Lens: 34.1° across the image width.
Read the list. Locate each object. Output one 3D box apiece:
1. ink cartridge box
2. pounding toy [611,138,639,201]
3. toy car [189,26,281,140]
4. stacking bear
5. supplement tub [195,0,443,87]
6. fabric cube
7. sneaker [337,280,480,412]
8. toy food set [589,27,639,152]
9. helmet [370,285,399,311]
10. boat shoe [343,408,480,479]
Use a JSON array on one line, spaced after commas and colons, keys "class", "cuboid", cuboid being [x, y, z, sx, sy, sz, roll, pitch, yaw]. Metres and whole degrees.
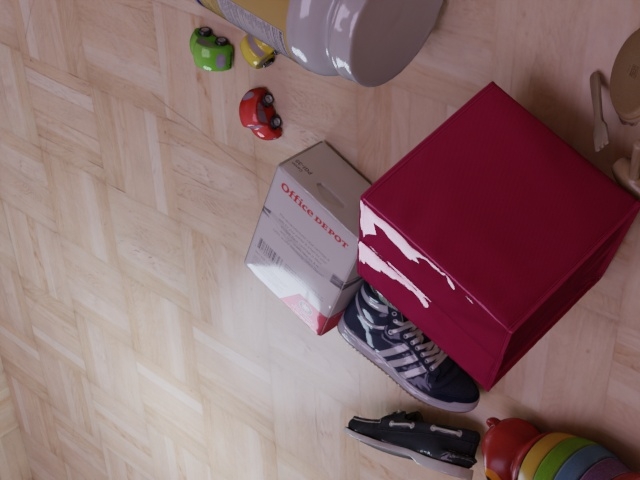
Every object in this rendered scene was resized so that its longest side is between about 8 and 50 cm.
[{"class": "ink cartridge box", "cuboid": [0.000, 0.000, 1.825, 0.207, 0.117, 0.283, 44, 142, 17]}, {"class": "pounding toy", "cuboid": [0.463, -0.089, 1.214, 0.154, 0.155, 0.269, 54, 145, 9]}, {"class": "toy car", "cuboid": [-0.158, -0.304, 1.832, 0.225, 0.053, 0.239, 33, 137, 28]}, {"class": "stacking bear", "cuboid": [0.373, 0.378, 1.658, 0.289, 0.164, 0.175, 27, 158, 48]}, {"class": "supplement tub", "cuboid": [-0.016, -0.379, 1.466, 0.331, 0.241, 0.241, 35, 138, 26]}, {"class": "fabric cube", "cuboid": [0.228, 0.000, 1.409, 0.258, 0.254, 0.259, 42, 162, 18]}, {"class": "sneaker", "cuboid": [0.167, 0.167, 1.779, 0.282, 0.099, 0.153, 34, 127, 15]}, {"class": "toy food set", "cuboid": [0.397, -0.198, 1.270, 0.192, 0.039, 0.132, 131, 145, -60]}, {"class": "helmet", "cuboid": [0.153, 0.040, 1.663, 0.169, 0.169, 0.161, 26, 116, 34]}, {"class": "boat shoe", "cuboid": [0.170, 0.360, 1.927, 0.303, 0.091, 0.114, 11, 168, 42]}]
